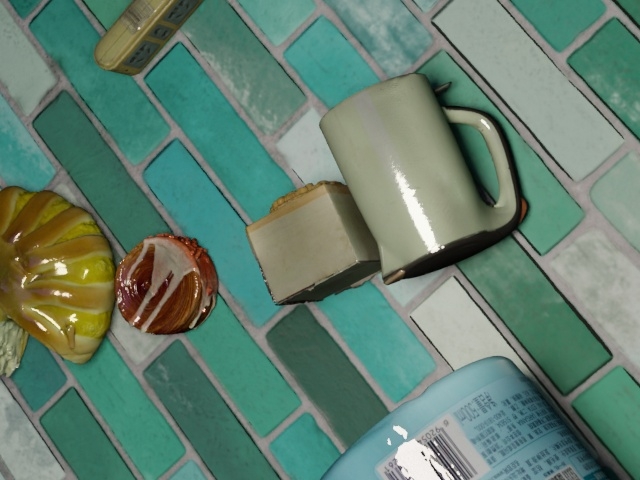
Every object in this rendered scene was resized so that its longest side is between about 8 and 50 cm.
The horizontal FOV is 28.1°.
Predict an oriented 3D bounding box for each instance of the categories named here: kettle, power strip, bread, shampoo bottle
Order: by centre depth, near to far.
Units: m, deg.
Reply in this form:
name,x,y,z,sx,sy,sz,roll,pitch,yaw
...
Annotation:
name,x,y,z,sx,sy,sz,roll,pitch,yaw
shampoo bottle,0.208,0.368,1.598,0.331,0.331,0.342,-43,71,17
kettle,0.148,-0.093,1.749,0.240,0.165,0.255,-23,78,-8
power strip,-0.196,-0.399,1.938,0.387,0.092,0.066,-47,73,16
bread,-0.232,0.067,1.948,0.160,0.073,0.160,-2,86,27
bread,-0.481,0.061,2.010,0.333,0.160,0.333,-2,86,23

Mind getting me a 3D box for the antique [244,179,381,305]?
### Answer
name,x,y,z,sx,sy,sz,roll,pitch,yaw
antique,0.000,0.000,1.803,0.152,0.147,0.148,-27,79,25
